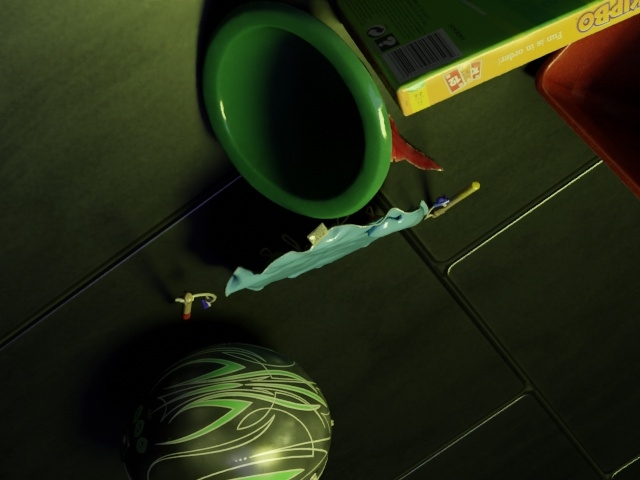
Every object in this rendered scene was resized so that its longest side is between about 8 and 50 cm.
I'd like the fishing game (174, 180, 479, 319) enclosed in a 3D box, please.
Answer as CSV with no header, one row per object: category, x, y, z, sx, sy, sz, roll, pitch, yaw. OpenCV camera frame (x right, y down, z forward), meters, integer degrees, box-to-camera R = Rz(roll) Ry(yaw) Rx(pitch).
fishing game,0.000,0.000,1.120,0.264,0.041,0.189,-22,175,-8

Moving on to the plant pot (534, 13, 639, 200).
plant pot,0.395,-0.117,1.122,0.267,0.267,0.236,-48,146,18

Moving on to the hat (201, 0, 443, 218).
hat,0.026,-0.129,1.054,0.183,0.173,0.208,-40,169,-38

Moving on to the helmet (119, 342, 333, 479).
helmet,-0.078,0.169,1.195,0.169,0.169,0.161,23,133,-40

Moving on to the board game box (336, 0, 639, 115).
board game box,0.153,-0.190,1.011,0.260,0.124,0.039,-26,137,-3
